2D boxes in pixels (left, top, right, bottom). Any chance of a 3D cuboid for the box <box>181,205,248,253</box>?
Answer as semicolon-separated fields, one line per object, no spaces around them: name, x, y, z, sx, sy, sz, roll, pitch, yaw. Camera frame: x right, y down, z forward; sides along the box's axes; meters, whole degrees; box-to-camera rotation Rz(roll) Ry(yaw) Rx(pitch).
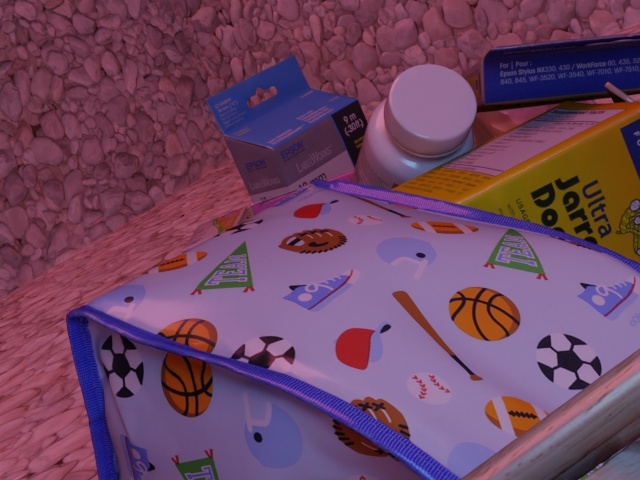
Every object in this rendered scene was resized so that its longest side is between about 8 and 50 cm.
box;-0.169;0.024;1.974;0.103;0.114;0.203;-22;11;8

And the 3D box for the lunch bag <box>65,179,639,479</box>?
lunch bag;0.064;0.122;0.828;0.385;0.239;0.328;10;29;34

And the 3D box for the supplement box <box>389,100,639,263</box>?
supplement box;0.196;0.010;1.164;0.356;0.195;0.194;-27;13;-9

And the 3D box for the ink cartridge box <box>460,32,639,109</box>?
ink cartridge box;0.335;-0.202;1.309;0.304;0.072;0.307;-5;7;2

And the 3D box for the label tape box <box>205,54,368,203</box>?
label tape box;-0.019;-0.140;1.863;0.106;0.333;0.241;-11;18;46

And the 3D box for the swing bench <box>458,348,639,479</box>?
swing bench;0.134;0.178;0.361;0.255;0.253;0.165;-29;-22;-18

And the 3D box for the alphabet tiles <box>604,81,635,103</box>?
alphabet tiles;0.416;-0.100;1.234;0.009;0.198;0.237;-53;-18;10

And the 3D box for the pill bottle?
pill bottle;0.115;-0.109;1.325;0.131;0.131;0.229;-28;-19;-18

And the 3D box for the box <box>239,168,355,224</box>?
box;0.000;0.000;1.531;0.214;0.117;0.243;-20;-8;-17

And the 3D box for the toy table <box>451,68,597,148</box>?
toy table;0.258;-0.129;1.576;0.274;0.252;0.161;-33;-11;34
